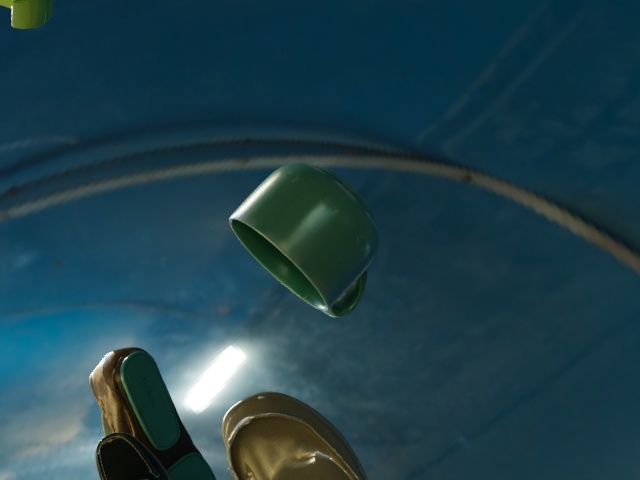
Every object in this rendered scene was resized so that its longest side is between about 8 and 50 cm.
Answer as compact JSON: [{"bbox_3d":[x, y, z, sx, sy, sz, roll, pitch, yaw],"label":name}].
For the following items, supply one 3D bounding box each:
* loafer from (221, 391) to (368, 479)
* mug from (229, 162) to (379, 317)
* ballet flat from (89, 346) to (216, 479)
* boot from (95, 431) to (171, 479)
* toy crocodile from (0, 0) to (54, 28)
[{"bbox_3d":[0.010,0.250,1.283,0.268,0.102,0.092,52,3,-6],"label":"loafer"},{"bbox_3d":[-0.007,-0.007,1.387,0.129,0.097,0.158,39,-12,15],"label":"mug"},{"bbox_3d":[-0.239,0.315,2.065,0.124,0.116,0.342,-17,-79,45],"label":"ballet flat"},{"bbox_3d":[-0.228,0.332,1.832,0.236,0.085,0.178,61,-7,20],"label":"boot"},{"bbox_3d":[-0.435,-0.338,1.568,0.340,0.105,0.115,31,-42,-4],"label":"toy crocodile"}]
